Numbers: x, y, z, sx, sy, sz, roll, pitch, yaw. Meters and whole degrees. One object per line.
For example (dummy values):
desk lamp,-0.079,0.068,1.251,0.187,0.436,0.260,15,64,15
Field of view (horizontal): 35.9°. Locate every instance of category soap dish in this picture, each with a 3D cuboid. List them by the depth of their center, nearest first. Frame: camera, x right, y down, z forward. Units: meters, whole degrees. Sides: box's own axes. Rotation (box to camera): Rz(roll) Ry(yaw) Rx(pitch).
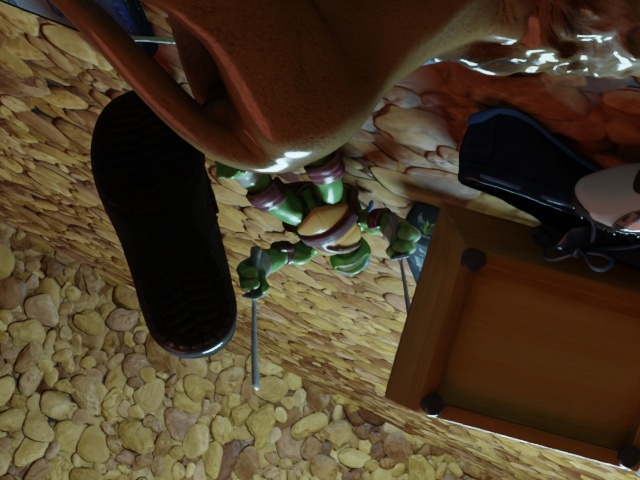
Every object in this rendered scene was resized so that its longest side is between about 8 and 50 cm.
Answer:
soap dish,0.236,0.110,1.041,0.291,0.229,0.118,15,-167,0

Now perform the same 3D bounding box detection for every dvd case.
dvd case,-0.305,-0.286,1.056,0.253,0.022,0.180,22,164,11

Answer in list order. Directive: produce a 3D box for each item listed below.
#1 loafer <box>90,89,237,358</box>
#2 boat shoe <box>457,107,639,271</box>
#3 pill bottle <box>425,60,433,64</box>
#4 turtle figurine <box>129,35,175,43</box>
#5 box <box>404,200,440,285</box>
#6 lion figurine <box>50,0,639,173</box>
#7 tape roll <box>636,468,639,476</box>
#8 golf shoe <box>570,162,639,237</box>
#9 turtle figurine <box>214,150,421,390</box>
loafer,-0.185,-0.016,1.172,0.134,0.366,0.130,-12,155,-5
boat shoe,0.228,-0.026,0.948,0.258,0.089,0.109,30,163,-14
pill bottle,0.076,-0.173,0.723,0.087,0.087,0.160,36,160,-32
turtle figurine,-0.086,-0.207,0.730,0.175,0.118,0.234,50,-157,25
box,0.222,0.046,1.231,0.233,0.059,0.183,20,163,22
lion figurine,0.031,-0.133,0.511,0.142,0.392,0.240,19,138,64
tape roll,0.504,0.227,1.115,0.286,0.100,0.286,3,173,0
golf shoe,0.300,-0.051,0.818,0.198,0.077,0.094,5,144,34
turtle figurine,0.000,0.000,1.121,0.198,0.274,0.266,3,142,33
